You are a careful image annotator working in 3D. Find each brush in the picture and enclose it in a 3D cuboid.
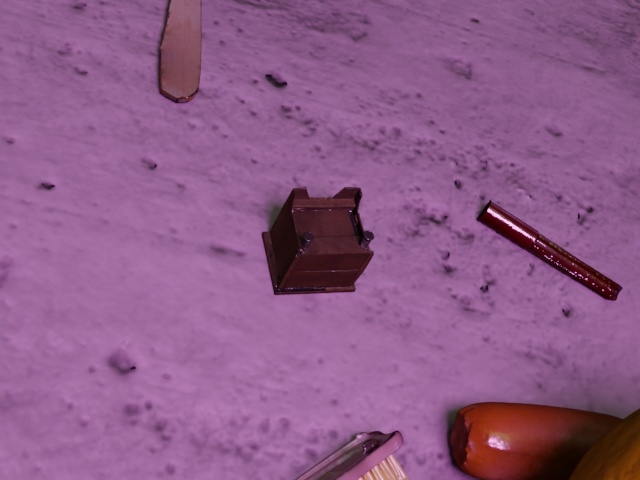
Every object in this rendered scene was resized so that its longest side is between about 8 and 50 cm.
[{"bbox_3d":[-0.154,-0.286,0.998,0.085,0.020,0.336,10,55,-16],"label":"brush"},{"bbox_3d":[-0.047,0.241,0.660,0.313,0.072,0.067,-26,84,-32],"label":"brush"}]

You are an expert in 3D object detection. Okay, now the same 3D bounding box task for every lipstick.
[{"bbox_3d":[0.253,0.014,0.958,0.176,0.027,0.027,33,52,-1],"label":"lipstick"}]

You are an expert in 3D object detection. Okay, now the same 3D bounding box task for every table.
[{"bbox_3d":[0.000,0.000,0.826,0.083,0.082,0.070,-1,58,-22],"label":"table"}]

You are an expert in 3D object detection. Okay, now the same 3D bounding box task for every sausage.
[{"bbox_3d":[0.213,0.188,0.793,0.197,0.076,0.076,10,55,-17],"label":"sausage"}]

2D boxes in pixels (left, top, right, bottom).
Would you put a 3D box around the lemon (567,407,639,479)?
[{"bbox_3d":[0.317,0.263,0.623,0.348,0.348,0.348,11,55,-15],"label":"lemon"}]
